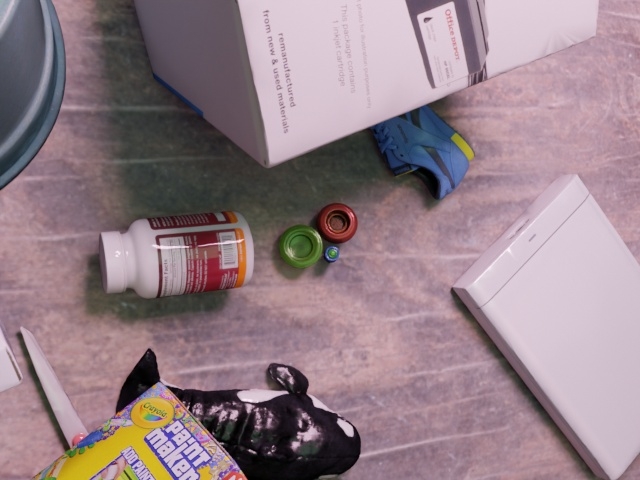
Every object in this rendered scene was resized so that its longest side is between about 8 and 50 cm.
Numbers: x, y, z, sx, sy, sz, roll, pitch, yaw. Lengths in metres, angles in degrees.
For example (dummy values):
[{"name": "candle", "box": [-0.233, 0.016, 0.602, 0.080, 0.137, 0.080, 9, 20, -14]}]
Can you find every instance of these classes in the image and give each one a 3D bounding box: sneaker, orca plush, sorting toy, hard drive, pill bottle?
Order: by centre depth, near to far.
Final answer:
[{"name": "pill bottle", "box": [-0.154, 0.016, 0.818, 0.152, 0.086, 0.086, -5, 91, -22]}, {"name": "orca plush", "box": [-0.069, 0.199, 0.838, 0.287, 0.102, 0.151, 36, 76, -17]}, {"name": "sorting toy", "box": [0.000, 0.000, 0.911, 0.102, 0.042, 0.061, -32, 85, -8]}, {"name": "sneaker", "box": [0.095, -0.133, 0.932, 0.209, 0.069, 0.082, 39, 79, -17]}, {"name": "hard drive", "box": [0.362, 0.119, 1.047, 0.233, 0.047, 0.353, -43, 104, -17]}]

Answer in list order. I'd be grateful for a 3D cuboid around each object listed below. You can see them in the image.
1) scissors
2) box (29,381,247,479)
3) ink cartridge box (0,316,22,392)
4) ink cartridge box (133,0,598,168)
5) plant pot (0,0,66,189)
[{"name": "scissors", "box": [-0.252, 0.232, 0.807, 0.109, 0.021, 0.297, -41, 105, -16]}, {"name": "box", "box": [-0.163, 0.347, 0.715, 0.279, 0.177, 0.289, -38, 122, -19]}, {"name": "ink cartridge box", "box": [-0.386, 0.099, 0.651, 0.224, 0.223, 0.045, -24, 121, -21]}, {"name": "ink cartridge box", "box": [0.040, -0.257, 0.779, 0.395, 0.285, 0.166, -24, 128, -22]}, {"name": "plant pot", "box": [-0.368, -0.191, 0.604, 0.341, 0.334, 0.341, 1, 88, -22]}]
